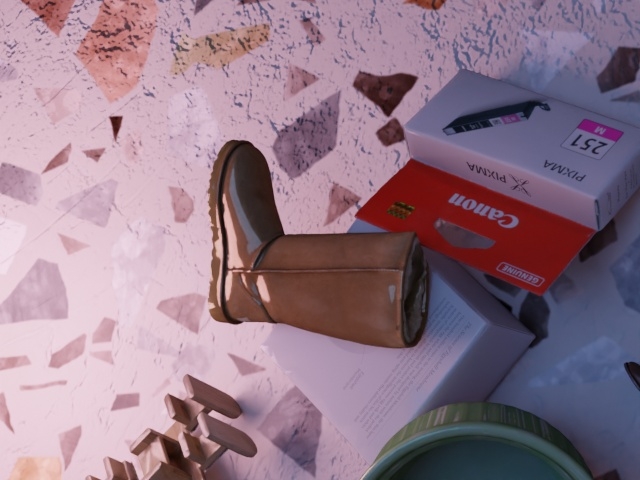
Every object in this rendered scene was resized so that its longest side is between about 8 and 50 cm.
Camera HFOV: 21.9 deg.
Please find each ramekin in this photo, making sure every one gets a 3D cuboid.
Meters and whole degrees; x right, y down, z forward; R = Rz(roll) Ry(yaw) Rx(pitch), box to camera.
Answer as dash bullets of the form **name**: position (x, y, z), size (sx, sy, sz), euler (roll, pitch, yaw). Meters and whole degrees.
- **ramekin**: position (0.174, 0.324, 1.818), size (0.303, 0.148, 0.303), euler (1, 102, 7)

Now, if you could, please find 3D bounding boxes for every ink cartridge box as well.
- **ink cartridge box**: position (0.209, -0.076, 1.913), size (0.275, 0.060, 0.239), euler (23, 53, 33)

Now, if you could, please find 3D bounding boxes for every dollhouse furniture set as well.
- **dollhouse furniture set**: position (-0.155, 0.340, 2.122), size (0.212, 0.161, 0.242), euler (-46, 39, 16)

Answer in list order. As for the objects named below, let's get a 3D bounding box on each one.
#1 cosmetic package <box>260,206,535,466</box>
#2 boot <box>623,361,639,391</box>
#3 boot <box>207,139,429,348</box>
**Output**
- **cosmetic package**: position (0.092, 0.123, 1.979), size (0.225, 0.138, 0.224), euler (46, 105, 32)
- **boot**: position (0.410, 0.140, 1.836), size (0.106, 0.037, 0.114), euler (46, 109, 16)
- **boot**: position (0.000, 0.000, 1.933), size (0.269, 0.089, 0.236), euler (2, 94, 33)
